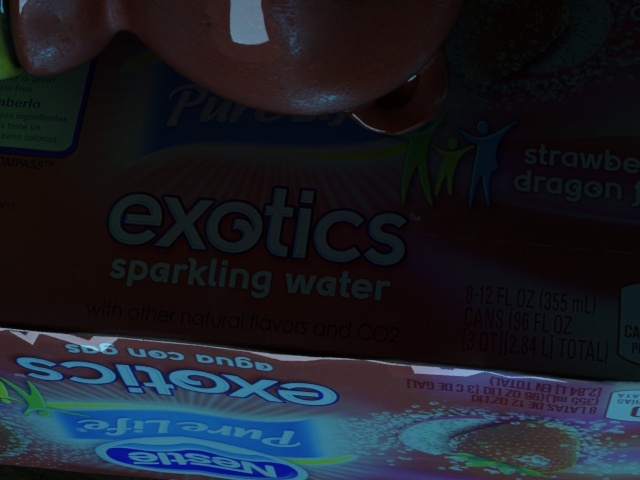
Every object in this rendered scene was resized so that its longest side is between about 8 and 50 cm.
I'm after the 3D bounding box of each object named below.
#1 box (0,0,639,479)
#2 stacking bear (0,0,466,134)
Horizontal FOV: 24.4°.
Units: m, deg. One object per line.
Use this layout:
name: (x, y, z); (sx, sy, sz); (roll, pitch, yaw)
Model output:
box: (-0.030, -0.008, 0.496); (0.300, 0.154, 0.142); (4, 154, 6)
stacking bear: (-0.096, -0.111, 0.388); (0.289, 0.175, 0.164); (15, -177, -1)
